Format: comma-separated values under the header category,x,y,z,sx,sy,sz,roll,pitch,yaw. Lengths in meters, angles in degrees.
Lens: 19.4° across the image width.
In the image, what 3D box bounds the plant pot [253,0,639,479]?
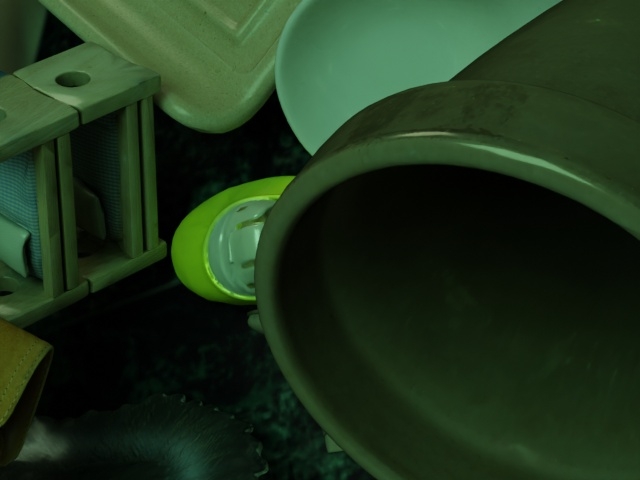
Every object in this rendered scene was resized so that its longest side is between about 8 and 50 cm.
category,x,y,z,sx,sy,sz,roll,pitch,yaw
plant pot,0.129,-0.010,0.929,0.263,0.263,0.229,7,43,28

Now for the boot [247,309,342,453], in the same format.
category,x,y,z,sx,sy,sz,roll,pitch,yaw
boot,0.009,0.081,1.092,0.118,0.042,0.087,-5,82,33

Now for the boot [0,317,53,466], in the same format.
category,x,y,z,sx,sy,sz,roll,pitch,yaw
boot,-0.247,0.028,1.042,0.211,0.104,0.295,13,69,3

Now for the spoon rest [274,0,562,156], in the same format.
category,x,y,z,sx,sy,sz,roll,pitch,yaw
spoon rest,0.101,-0.120,1.060,0.276,0.084,0.137,-25,106,17

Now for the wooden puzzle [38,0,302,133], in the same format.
category,x,y,z,sx,sy,sz,roll,pitch,yaw
wooden puzzle,-0.052,-0.273,1.199,0.322,0.080,0.348,41,92,29

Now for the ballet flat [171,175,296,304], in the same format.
category,x,y,z,sx,sy,sz,roll,pitch,yaw
ballet flat,0.000,0.000,1.090,0.231,0.077,0.077,-2,92,26

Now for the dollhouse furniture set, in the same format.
category,x,y,z,sx,sy,sz,roll,pitch,yaw
dollhouse furniture set,-0.204,-0.053,1.143,0.183,0.129,0.129,28,131,35

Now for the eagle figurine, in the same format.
category,x,y,z,sx,sy,sz,roll,pitch,yaw
eagle figurine,-0.202,0.184,1.113,0.298,0.225,0.226,19,130,1
